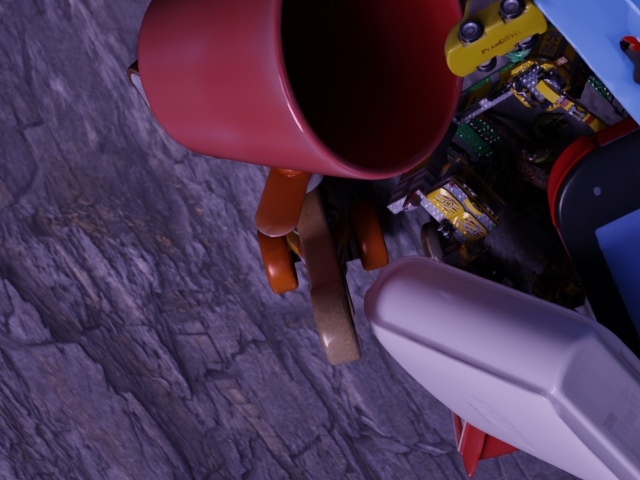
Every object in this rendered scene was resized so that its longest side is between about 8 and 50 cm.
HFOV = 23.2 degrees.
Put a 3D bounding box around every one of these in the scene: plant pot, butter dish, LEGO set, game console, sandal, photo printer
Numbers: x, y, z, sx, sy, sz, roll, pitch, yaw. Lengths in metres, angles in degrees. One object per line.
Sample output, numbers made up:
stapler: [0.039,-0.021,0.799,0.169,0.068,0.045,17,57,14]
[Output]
plant pot: [-0.031,-0.187,1.538,0.243,0.275,0.275,-3,132,44]
butter dish: [0.224,0.186,1.881,0.118,0.160,0.160,1,138,-5]
LEGO set: [0.232,-0.034,1.588,0.255,0.192,0.331,-18,122,40]
game console: [0.424,0.006,1.518,0.342,0.060,0.386,-23,124,9]
sandal: [0.196,0.056,1.803,0.060,0.090,0.219,-31,108,21]
photo printer: [0.196,0.132,1.549,0.307,0.107,0.256,22,163,49]

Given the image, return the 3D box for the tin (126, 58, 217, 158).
tin: [-0.151,-0.149,1.723,0.189,0.040,0.106,30,162,52]

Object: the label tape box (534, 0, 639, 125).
label tape box: [0.381,-0.204,1.289,0.333,0.106,0.240,-38,105,20]

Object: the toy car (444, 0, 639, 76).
toy car: [0.231,-0.249,1.391,0.239,0.053,0.225,-11,146,-20]

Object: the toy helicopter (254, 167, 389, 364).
toy helicopter: [0.000,0.000,1.655,0.140,0.355,0.235,-14,120,1]
